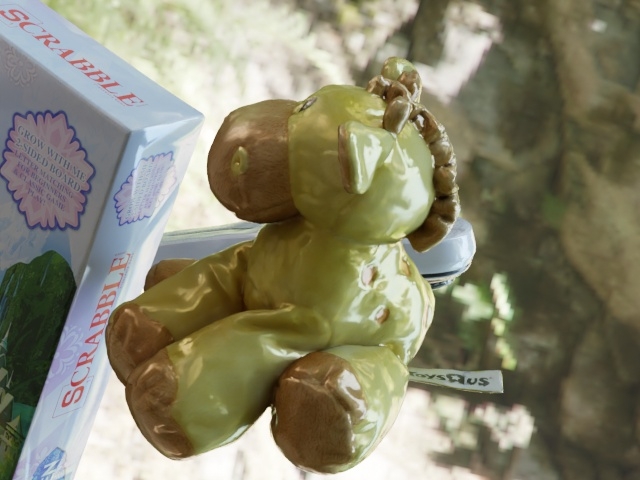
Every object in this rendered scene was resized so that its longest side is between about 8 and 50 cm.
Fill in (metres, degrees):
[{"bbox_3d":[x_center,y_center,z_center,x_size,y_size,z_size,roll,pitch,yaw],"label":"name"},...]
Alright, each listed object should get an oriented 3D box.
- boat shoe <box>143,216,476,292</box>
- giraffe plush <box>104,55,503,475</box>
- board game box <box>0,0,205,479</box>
[{"bbox_3d":[-0.011,0.039,1.467,0.335,0.121,0.119,-3,-77,31],"label":"boat shoe"},{"bbox_3d":[0.000,0.000,0.818,0.181,0.210,0.170,-122,-148,-59],"label":"giraffe plush"},{"bbox_3d":[-0.247,-0.016,0.987,0.319,0.066,0.318,35,-61,25],"label":"board game box"}]
